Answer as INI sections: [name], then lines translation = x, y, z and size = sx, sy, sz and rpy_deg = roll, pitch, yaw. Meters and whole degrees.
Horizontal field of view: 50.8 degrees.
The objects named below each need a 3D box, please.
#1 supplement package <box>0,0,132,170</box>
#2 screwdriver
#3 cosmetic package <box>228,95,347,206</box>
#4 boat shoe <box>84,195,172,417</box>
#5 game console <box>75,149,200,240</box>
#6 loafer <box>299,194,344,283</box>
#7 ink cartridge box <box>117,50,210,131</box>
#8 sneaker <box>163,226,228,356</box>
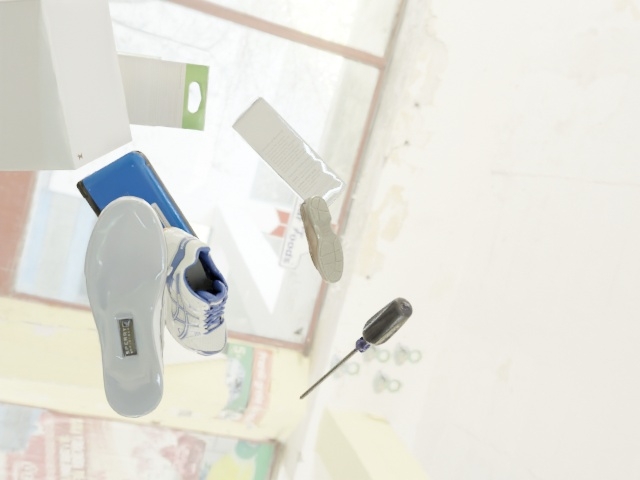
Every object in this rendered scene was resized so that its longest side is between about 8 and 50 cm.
[supplement package]
translation = -0.371, -0.196, 0.832
size = 0.149, 0.203, 0.194
rpy_deg = -59, 148, -65
[screwdriver]
translation = 0.026, 0.099, 0.585
size = 0.025, 0.024, 0.170
rpy_deg = -30, 165, -45
[cosmetic package]
translation = -0.063, -0.159, 1.262
size = 0.085, 0.231, 0.117
rpy_deg = -47, -166, 0
[boat shoe]
translation = -0.317, 0.102, 1.153
size = 0.156, 0.135, 0.368
rpy_deg = -139, -135, -73
[game console]
translation = -0.376, -0.046, 1.466
size = 0.250, 0.293, 0.173
rpy_deg = -24, -162, 22
[loafer]
translation = 0.000, 0.000, 0.950
size = 0.039, 0.045, 0.125
rpy_deg = -15, -92, 54
[ink cartridge box]
translation = -0.399, -0.367, 1.665
size = 0.056, 0.234, 0.171
rpy_deg = -121, -143, -65
[sneaker]
translation = -0.228, 0.117, 1.266
size = 0.112, 0.130, 0.297
rpy_deg = -44, 133, -34
